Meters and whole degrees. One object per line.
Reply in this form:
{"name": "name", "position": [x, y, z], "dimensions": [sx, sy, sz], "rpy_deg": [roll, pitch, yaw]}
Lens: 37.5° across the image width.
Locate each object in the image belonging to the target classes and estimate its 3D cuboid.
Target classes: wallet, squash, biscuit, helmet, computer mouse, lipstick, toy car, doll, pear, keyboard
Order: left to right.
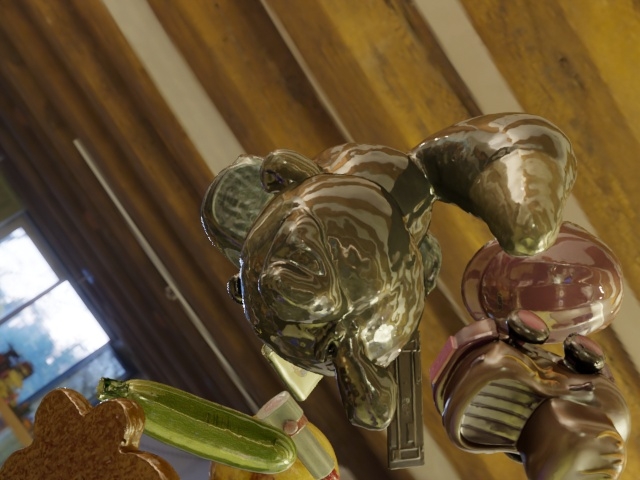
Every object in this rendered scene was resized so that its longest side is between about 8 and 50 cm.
{"name": "biscuit", "position": [-0.197, 0.228, 0.817], "dimensions": [0.236, 0.180, 0.039], "rpy_deg": [32, -2, 43]}
{"name": "squash", "position": [-0.144, 0.215, 1.098], "dimensions": [0.252, 0.066, 0.066], "rpy_deg": [24, -15, -14]}
{"name": "pear", "position": [-0.096, 0.498, 1.996], "dimensions": [0.281, 0.281, 0.280], "rpy_deg": [44, -22, 23]}
{"name": "wallet", "position": [-0.049, 0.238, 1.913], "dimensions": [0.039, 0.110, 0.155], "rpy_deg": [18, -33, 45]}
{"name": "lipstick", "position": [-0.021, 0.333, 1.518], "dimensions": [0.186, 0.063, 0.057], "rpy_deg": [53, -8, -14]}
{"name": "computer mouse", "position": [0.001, -0.001, 1.393], "dimensions": [0.374, 0.203, 0.114], "rpy_deg": [27, -13, 16]}
{"name": "doll", "position": [0.076, -0.016, 1.000], "dimensions": [0.252, 0.379, 0.382], "rpy_deg": [47, 23, -22]}
{"name": "keyboard", "position": [0.126, 0.238, 1.416], "dimensions": [0.013, 0.061, 0.204], "rpy_deg": [176, -87, -67]}
{"name": "toy car", "position": [0.357, 0.298, 1.587], "dimensions": [0.341, 0.240, 0.271], "rpy_deg": [21, -62, -9]}
{"name": "helmet", "position": [0.492, 0.106, 2.003], "dimensions": [0.197, 0.338, 0.270], "rpy_deg": [-132, -144, -66]}
